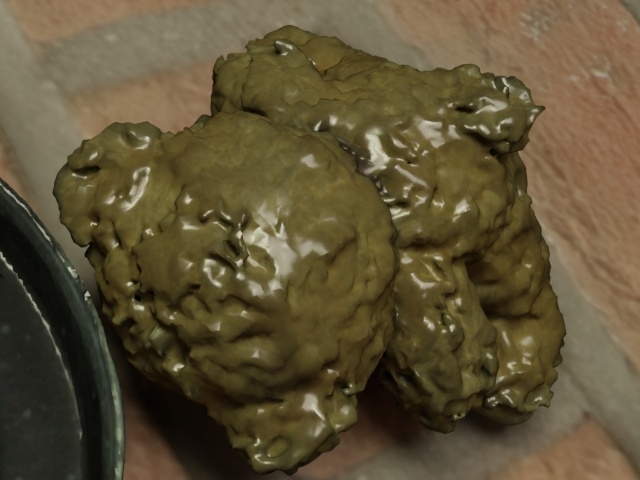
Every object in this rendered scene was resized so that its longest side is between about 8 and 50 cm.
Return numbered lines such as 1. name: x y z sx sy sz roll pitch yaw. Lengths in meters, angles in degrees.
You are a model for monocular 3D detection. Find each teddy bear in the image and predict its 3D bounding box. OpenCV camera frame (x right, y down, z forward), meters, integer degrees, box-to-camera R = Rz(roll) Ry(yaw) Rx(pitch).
1. teddy bear: 0.000 0.000 0.751 0.256 0.156 0.267 -30 75 -34

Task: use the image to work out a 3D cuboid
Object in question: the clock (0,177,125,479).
1. clock: -0.276 0.087 0.618 0.386 0.076 0.386 12 54 -17
